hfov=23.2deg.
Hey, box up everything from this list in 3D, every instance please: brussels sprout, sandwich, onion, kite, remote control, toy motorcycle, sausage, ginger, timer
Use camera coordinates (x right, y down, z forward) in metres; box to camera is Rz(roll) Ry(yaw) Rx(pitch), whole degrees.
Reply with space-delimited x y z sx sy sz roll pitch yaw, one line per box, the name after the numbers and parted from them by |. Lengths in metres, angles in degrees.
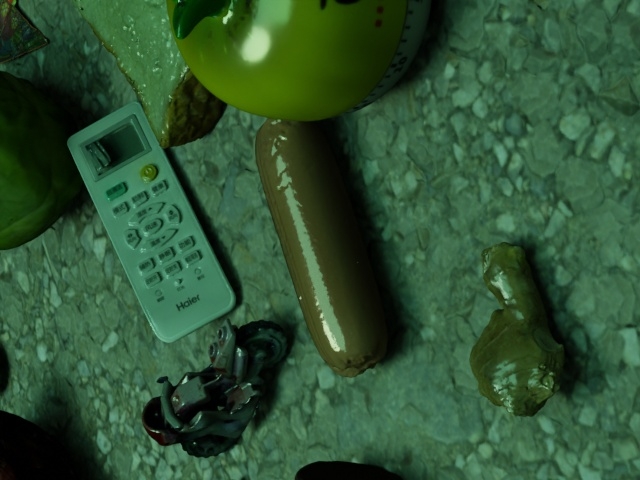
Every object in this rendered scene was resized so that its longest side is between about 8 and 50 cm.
-0.407 -0.111 1.945 0.210 0.219 0.271 -50 38 21 | brussels sprout
-0.175 -0.267 1.756 0.251 0.087 0.226 55 127 24 | sandwich
-0.409 0.351 2.003 0.281 0.221 0.281 37 140 39 | onion
-0.415 -0.297 2.069 0.190 0.010 0.159 47 125 30 | kite
-0.197 -0.022 1.827 0.103 0.051 0.293 -29 69 3 | remote control
-0.123 0.164 1.737 0.213 0.122 0.082 -60 40 32 | toy motorcycle
0.000 -0.001 1.603 0.086 0.086 0.289 -29 73 46 | sausage
0.174 0.088 1.447 0.096 0.067 0.165 -34 57 44 | ginger
-0.057 -0.242 1.492 0.285 0.285 0.285 8 101 46 | timer

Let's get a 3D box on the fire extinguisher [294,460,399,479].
0.026 0.406 1.619 0.135 0.114 0.337 6 103 2 | fire extinguisher
